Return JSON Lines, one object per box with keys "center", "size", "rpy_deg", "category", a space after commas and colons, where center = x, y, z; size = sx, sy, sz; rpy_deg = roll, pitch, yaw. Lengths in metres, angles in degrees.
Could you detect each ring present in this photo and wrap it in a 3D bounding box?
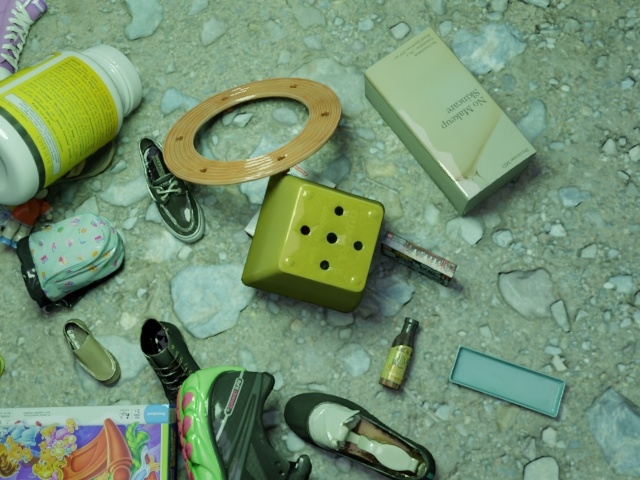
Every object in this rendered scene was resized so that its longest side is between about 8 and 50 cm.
{"center": [-0.123, -0.198, 1.344], "size": [0.336, 0.032, 0.337], "rpy_deg": [-9, 39, 8], "category": "ring"}

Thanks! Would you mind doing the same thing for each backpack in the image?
{"center": [-0.453, 0.028, 1.354], "size": [0.181, 0.115, 0.152], "rpy_deg": [-22, 73, -5], "category": "backpack"}

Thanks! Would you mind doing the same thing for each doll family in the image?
{"center": [-0.628, -0.104, 1.370], "size": [0.118, 0.262, 0.163], "rpy_deg": [29, 93, 51], "category": "doll family"}

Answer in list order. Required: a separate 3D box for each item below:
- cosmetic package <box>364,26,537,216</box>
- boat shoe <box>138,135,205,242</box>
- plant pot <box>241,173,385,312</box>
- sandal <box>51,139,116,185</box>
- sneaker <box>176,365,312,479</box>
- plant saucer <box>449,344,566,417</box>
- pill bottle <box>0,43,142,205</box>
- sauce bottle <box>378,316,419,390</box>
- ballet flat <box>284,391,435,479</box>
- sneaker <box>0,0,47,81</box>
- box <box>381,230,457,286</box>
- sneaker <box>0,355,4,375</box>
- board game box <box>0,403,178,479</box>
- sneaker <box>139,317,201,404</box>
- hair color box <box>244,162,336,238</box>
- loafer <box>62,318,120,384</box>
{"center": [0.232, -0.219, 1.364], "size": [0.160, 0.113, 0.309], "rpy_deg": [-36, 75, -5], "category": "cosmetic package"}
{"center": [-0.289, -0.096, 1.394], "size": [0.077, 0.070, 0.219], "rpy_deg": [-29, 76, -3], "category": "boat shoe"}
{"center": [0.000, 0.000, 1.250], "size": [0.212, 0.187, 0.212], "rpy_deg": [16, 84, -9], "category": "plant pot"}
{"center": [-0.483, -0.154, 1.434], "size": [0.180, 0.049, 0.072], "rpy_deg": [-18, 76, 0], "category": "sandal"}
{"center": [-0.096, 0.436, 1.187], "size": [0.202, 0.185, 0.483], "rpy_deg": [-11, 87, -16], "category": "sneaker"}
{"center": [0.325, 0.245, 1.291], "size": [0.191, 0.018, 0.067], "rpy_deg": [18, 78, 8], "category": "plant saucer"}
{"center": [-0.477, -0.222, 1.320], "size": [0.187, 0.188, 0.334], "rpy_deg": [30, 46, 11], "category": "pill bottle"}
{"center": [0.141, 0.198, 1.303], "size": [0.042, 0.042, 0.128], "rpy_deg": [18, 80, 8], "category": "sauce bottle"}
{"center": [0.066, 0.329, 1.249], "size": [0.280, 0.096, 0.095], "rpy_deg": [21, 79, 9], "category": "ballet flat"}
{"center": [-0.623, -0.422, 1.486], "size": [0.161, 0.102, 0.282], "rpy_deg": [-19, 76, -4], "category": "sneaker"}
{"center": [0.173, 0.034, 1.314], "size": [0.137, 0.094, 0.027], "rpy_deg": [27, 79, 11], "category": "box"}
{"center": [-0.645, 0.292, 1.322], "size": [0.069, 0.082, 0.209], "rpy_deg": [22, 80, 7], "category": "sneaker"}
{"center": [-0.412, 0.390, 1.208], "size": [0.346, 0.078, 0.234], "rpy_deg": [-2, 77, 1], "category": "board game box"}
{"center": [-0.252, 0.240, 1.284], "size": [0.083, 0.118, 0.222], "rpy_deg": [-31, 76, -4], "category": "sneaker"}
{"center": [-0.054, -0.056, 1.375], "size": [0.093, 0.053, 0.167], "rpy_deg": [34, 82, 10], "category": "hair color box"}
{"center": [-0.422, 0.201, 1.341], "size": [0.148, 0.050, 0.056], "rpy_deg": [44, 83, 13], "category": "loafer"}
